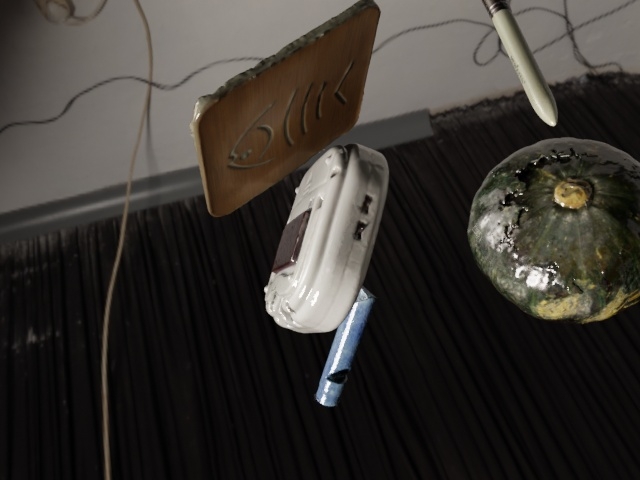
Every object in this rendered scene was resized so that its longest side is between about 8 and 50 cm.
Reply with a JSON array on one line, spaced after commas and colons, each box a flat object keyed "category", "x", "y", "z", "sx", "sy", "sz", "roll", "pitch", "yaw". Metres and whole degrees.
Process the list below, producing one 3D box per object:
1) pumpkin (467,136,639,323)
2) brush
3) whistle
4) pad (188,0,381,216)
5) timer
[{"category": "pumpkin", "x": 0.569, "y": -0.026, "z": 1.506, "sx": 0.454, "sy": 0.454, "sz": 0.344, "roll": -26, "pitch": 155, "yaw": 8}, {"category": "brush", "x": 0.205, "y": -0.235, "z": 0.717, "sx": 0.039, "sy": 0.299, "sz": 0.042, "roll": -29, "pitch": 144, "yaw": 24}, {"category": "whistle", "x": 0.053, "y": 0.234, "z": 1.443, "sx": 0.062, "sy": 0.062, "sz": 0.304, "roll": 3, "pitch": 119, "yaw": -27}, {"category": "pad", "x": -0.043, "y": -0.161, "z": 0.878, "sx": 0.284, "sy": 0.018, "sz": 0.286, "roll": -37, "pitch": 163, "yaw": -18}, {"category": "timer", "x": 0.001, "y": 0.000, "z": 0.863, "sx": 0.087, "sy": 0.237, "sz": 0.262, "roll": 20, "pitch": 167, "yaw": -11}]
